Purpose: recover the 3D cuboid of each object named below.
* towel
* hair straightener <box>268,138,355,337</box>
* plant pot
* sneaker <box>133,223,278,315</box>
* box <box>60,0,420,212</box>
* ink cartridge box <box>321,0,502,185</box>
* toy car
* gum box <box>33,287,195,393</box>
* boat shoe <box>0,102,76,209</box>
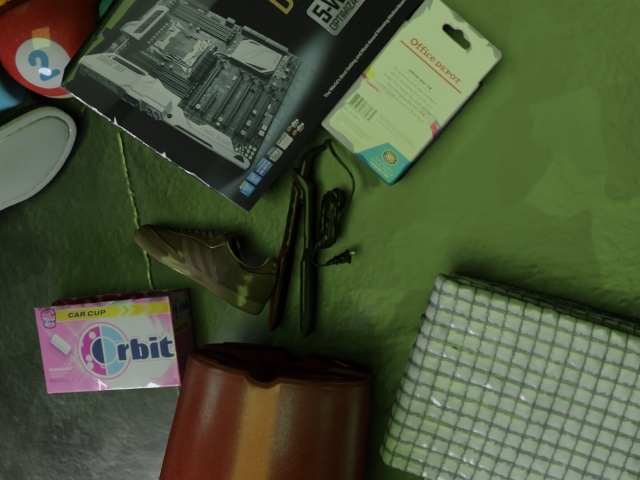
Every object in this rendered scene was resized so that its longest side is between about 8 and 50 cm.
[{"bbox_3d":[0.226,0.171,0.974,0.284,0.121,0.235,16,103,10],"label":"towel"},{"bbox_3d":[0.000,0.000,1.050,0.089,0.047,0.230,11,96,12],"label":"hair straightener"},{"bbox_3d":[-0.062,0.258,0.996,0.272,0.272,0.265,9,91,13],"label":"plant pot"},{"bbox_3d":[-0.129,0.016,1.067,0.188,0.066,0.071,29,89,20],"label":"sneaker"},{"bbox_3d":[-0.082,-0.219,0.958,0.242,0.076,0.307,35,105,-24],"label":"box"},{"bbox_3d":[0.100,-0.161,0.987,0.104,0.061,0.181,43,105,5],"label":"ink cartridge box"},{"bbox_3d":[-0.332,-0.276,0.973,0.219,0.238,0.210,-20,75,14],"label":"toy car"},{"bbox_3d":[-0.251,0.122,1.113,0.188,0.062,0.107,-6,96,15],"label":"gum box"},{"bbox_3d":[-0.429,-0.073,1.110,0.302,0.114,0.091,-38,53,1],"label":"boat shoe"}]
